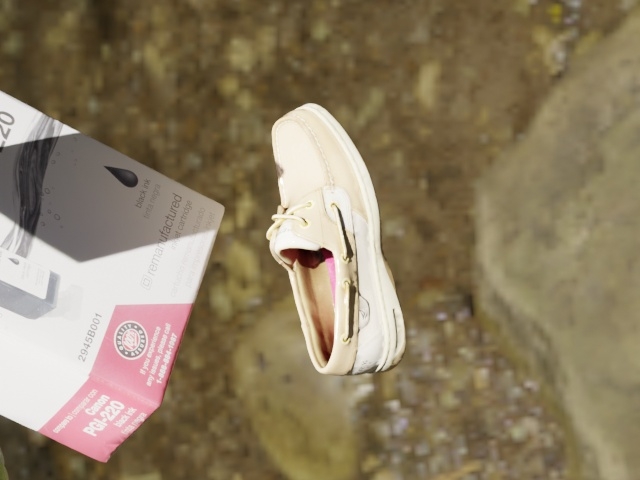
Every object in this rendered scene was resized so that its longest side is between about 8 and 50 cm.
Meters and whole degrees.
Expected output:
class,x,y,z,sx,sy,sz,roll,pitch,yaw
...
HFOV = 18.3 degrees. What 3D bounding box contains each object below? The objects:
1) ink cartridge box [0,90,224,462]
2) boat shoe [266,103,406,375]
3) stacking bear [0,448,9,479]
class,x,y,z,sx,sy,sz,roll,pitch,yaw
ink cartridge box,-0.185,0.008,1.175,0.092,0.218,0.158,-46,23,51
boat shoe,0.000,0.000,1.182,0.063,0.059,0.170,-33,72,52
stacking bear,-0.268,0.202,1.257,0.164,0.175,0.289,-44,56,43
